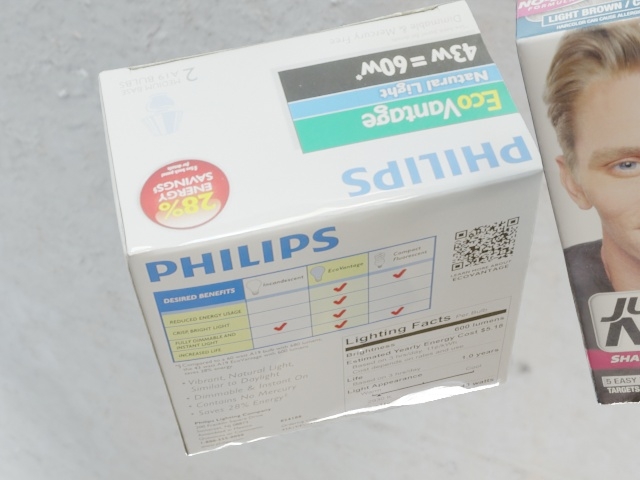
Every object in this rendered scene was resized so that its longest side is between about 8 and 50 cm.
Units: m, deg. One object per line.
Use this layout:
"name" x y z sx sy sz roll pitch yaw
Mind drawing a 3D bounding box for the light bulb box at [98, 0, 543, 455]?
"light bulb box" 0.000 0.000 1.064 0.357 0.225 0.361 -12 143 -6

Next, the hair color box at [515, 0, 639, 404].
"hair color box" 0.254 -0.037 0.776 0.173 0.105 0.347 -8 129 18
